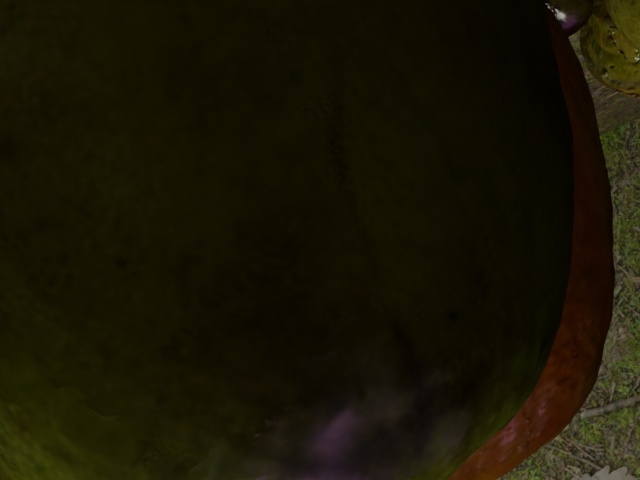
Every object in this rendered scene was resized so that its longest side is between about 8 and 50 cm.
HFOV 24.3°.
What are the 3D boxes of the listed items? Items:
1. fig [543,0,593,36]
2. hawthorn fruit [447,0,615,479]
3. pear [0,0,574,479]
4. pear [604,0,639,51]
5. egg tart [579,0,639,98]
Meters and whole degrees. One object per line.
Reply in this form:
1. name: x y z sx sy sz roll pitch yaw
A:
1. fig: 0.241 -0.251 1.535 0.098 0.082 0.084 -65 -179 -42
2. hawthorn fruit: 0.000 0.000 1.097 0.472 0.471 0.472 -25 172 -4
3. pear: -0.053 -0.050 0.670 0.352 0.413 0.352 -27 168 -6
4. pear: 0.360 -0.253 1.395 0.197 0.197 0.197 -25 172 -4
5. egg tart: 0.353 -0.251 1.554 0.213 0.212 0.090 -30 138 29
